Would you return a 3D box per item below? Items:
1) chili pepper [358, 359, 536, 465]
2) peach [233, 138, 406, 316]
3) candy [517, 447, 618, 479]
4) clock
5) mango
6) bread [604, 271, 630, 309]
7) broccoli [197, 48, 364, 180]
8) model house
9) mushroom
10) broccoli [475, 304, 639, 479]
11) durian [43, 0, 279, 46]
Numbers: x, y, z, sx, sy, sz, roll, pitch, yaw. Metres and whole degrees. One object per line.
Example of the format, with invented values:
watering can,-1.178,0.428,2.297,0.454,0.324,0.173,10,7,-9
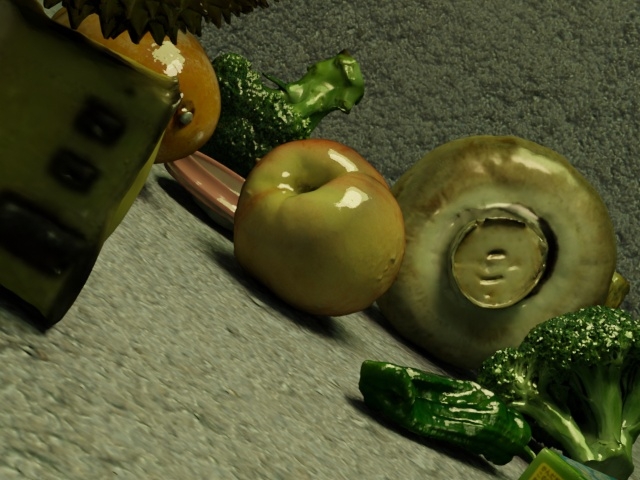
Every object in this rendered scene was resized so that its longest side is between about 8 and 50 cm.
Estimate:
chili pepper,0.133,0.180,1.298,0.257,0.074,0.100,23,8,-35
peach,0.000,0.000,1.494,0.232,0.232,0.232,33,7,-5
candy,0.298,0.289,1.325,0.194,0.062,0.097,29,8,-43
clock,-0.112,-0.045,1.741,0.244,0.056,0.244,35,5,-4
mango,-0.259,-0.210,1.597,0.221,0.199,0.384,28,8,-39
bread,0.276,0.058,2.057,0.395,0.239,0.264,35,7,31
broccoli,-0.068,-0.177,1.971,0.297,0.297,0.297,59,-12,21
model house,-0.239,-0.086,0.914,0.234,0.193,0.175,30,9,-7
mushroom,0.241,0.018,1.769,0.352,0.352,0.260,34,0,-1
broccoli,0.324,0.195,1.548,0.241,0.261,0.269,-102,-179,-47
durian,-0.134,-0.255,0.847,0.293,0.258,0.258,41,6,-6
